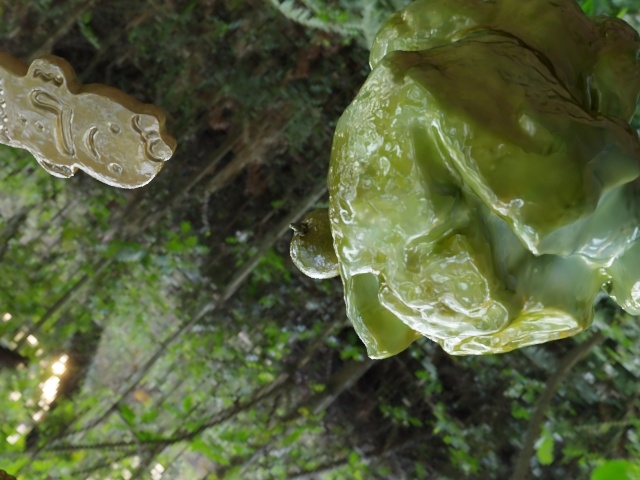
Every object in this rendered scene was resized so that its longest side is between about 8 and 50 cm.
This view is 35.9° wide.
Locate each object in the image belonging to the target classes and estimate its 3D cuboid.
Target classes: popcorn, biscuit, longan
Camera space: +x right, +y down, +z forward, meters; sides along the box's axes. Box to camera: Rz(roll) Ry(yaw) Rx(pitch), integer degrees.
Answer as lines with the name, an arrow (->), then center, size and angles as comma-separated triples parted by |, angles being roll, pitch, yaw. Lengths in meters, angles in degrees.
popcorn -> 0.119, -0.052, 0.692 | 0.276, 0.225, 0.276 | -11, -90, -69
biscuit -> -0.217, -0.098, 0.863 | 0.184, 0.027, 0.133 | 28, 138, -2
longan -> 0.000, 0.000, 1.013 | 0.083, 0.075, 0.075 | 36, 179, -35

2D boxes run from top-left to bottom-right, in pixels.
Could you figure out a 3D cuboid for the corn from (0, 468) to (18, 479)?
corn -> -0.416, 0.268, 1.023 | 0.387, 0.144, 0.144 | 31, 172, 5
